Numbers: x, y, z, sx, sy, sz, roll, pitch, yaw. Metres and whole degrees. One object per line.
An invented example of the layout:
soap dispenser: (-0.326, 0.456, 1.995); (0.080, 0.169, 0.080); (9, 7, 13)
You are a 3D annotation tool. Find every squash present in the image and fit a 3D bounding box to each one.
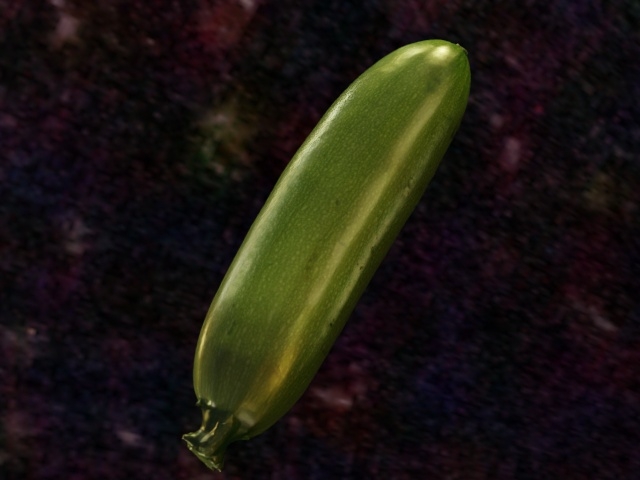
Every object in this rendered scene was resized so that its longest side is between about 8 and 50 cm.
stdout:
squash: (0.000, 0.000, 1.342); (0.107, 0.107, 0.395); (15, 67, 37)
